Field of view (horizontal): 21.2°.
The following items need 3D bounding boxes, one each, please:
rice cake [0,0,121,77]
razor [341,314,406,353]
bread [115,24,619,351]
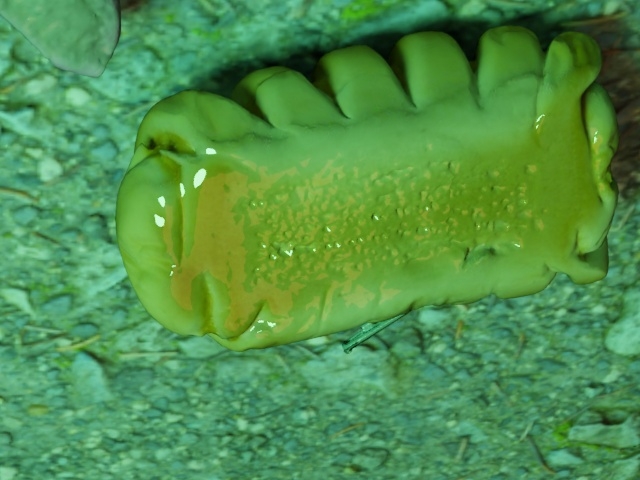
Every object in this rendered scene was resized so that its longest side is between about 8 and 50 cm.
[{"bbox_3d":[-0.207,-0.205,0.805,0.064,0.070,0.399,-36,142,5],"label":"rice cake"},{"bbox_3d":[-0.001,-0.002,1.142,0.068,0.037,0.191,-34,128,6],"label":"razor"},{"bbox_3d":[0.028,-0.037,1.032,0.311,0.121,0.173,-9,117,-13],"label":"bread"}]
